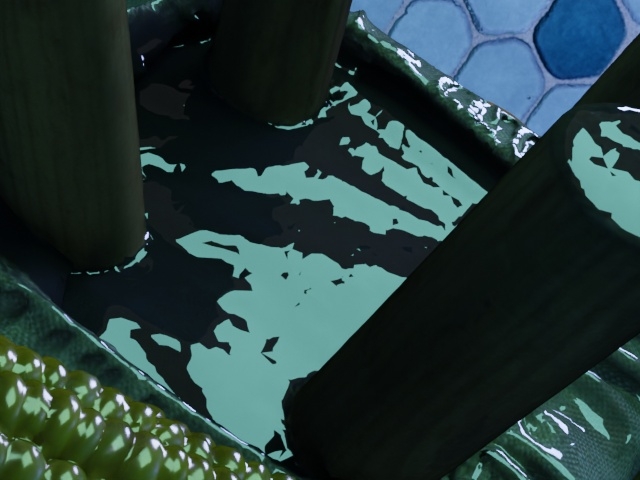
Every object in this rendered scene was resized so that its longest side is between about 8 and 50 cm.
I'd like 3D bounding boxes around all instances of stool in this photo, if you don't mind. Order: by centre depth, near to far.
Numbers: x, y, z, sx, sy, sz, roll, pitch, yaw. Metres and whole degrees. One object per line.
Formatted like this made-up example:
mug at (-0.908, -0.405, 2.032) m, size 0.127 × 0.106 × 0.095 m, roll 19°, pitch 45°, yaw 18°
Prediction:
stool at (0.015, -0.049, 0.522) m, size 0.310 × 0.226 × 0.310 m, roll 34°, pitch 44°, yaw 13°

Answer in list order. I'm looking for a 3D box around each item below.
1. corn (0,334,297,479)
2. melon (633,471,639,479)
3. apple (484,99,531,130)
corn at (-0.057, 0.080, 0.332) m, size 0.291 × 0.101 × 0.101 m, roll 27°, pitch 9°, yaw -15°
melon at (0.220, 0.087, 1.001) m, size 0.129 × 0.169 × 0.265 m, roll 52°, pitch 14°, yaw 24°
apple at (0.074, 0.005, 0.936) m, size 0.196 × 0.196 × 0.196 m, roll 32°, pitch 8°, yaw -5°
